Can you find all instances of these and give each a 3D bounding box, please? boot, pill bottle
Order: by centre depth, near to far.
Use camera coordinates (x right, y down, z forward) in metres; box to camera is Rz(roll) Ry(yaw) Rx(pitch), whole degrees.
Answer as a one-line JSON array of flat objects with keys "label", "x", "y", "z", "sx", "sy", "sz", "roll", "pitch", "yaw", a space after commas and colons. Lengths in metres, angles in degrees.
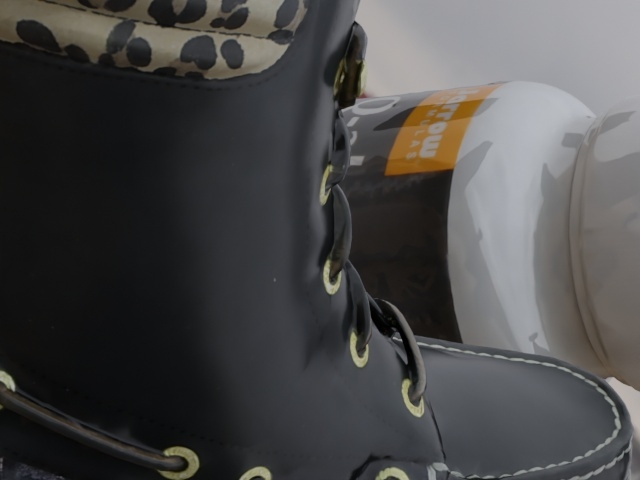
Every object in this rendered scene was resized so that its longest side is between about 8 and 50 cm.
[{"label": "boot", "x": 0.000, "y": 0.001, "z": 0.411, "sx": 0.236, "sy": 0.179, "sz": 0.085, "roll": 2, "pitch": 28, "yaw": -28}, {"label": "pill bottle", "x": 0.053, "y": 0.008, "z": 0.814, "sx": 0.162, "sy": 0.278, "sz": 0.162, "roll": 11, "pitch": 77, "yaw": -56}]
